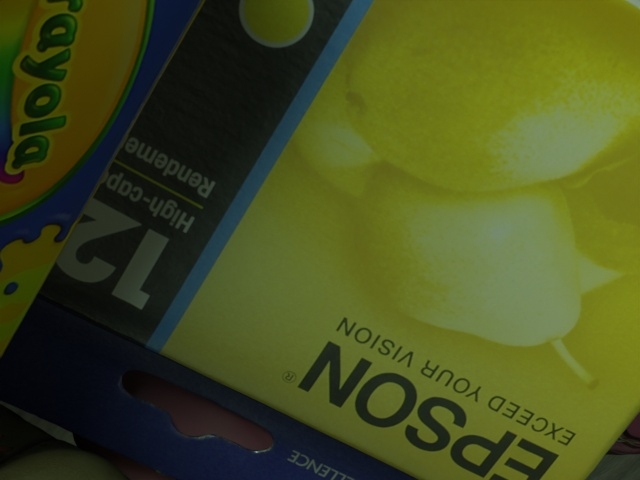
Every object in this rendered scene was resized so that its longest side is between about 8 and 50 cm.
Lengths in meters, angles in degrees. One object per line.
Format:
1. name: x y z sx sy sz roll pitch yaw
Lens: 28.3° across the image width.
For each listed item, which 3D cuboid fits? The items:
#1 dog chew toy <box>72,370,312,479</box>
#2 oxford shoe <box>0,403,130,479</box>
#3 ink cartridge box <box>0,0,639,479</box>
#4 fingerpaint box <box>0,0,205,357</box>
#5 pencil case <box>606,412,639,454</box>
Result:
1. dog chew toy: 0.020 0.035 0.720 0.332 0.206 0.206 -43 153 -5
2. oxford shoe: -0.166 0.146 0.610 0.140 0.146 0.397 -34 172 -24
3. ink cartridge box: 0.000 0.000 0.525 0.304 0.072 0.307 27 109 -13
4. fingerpaint box: -0.280 0.008 0.350 0.371 0.163 0.445 -3 138 -47
5. pencil case: 0.195 0.053 0.830 0.160 0.167 0.386 -20 176 -15
